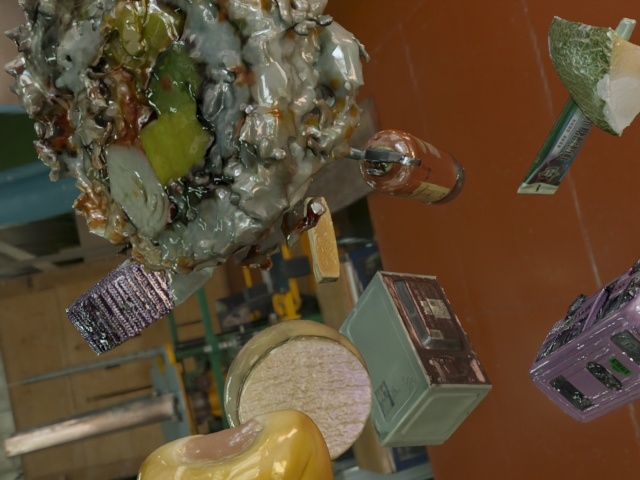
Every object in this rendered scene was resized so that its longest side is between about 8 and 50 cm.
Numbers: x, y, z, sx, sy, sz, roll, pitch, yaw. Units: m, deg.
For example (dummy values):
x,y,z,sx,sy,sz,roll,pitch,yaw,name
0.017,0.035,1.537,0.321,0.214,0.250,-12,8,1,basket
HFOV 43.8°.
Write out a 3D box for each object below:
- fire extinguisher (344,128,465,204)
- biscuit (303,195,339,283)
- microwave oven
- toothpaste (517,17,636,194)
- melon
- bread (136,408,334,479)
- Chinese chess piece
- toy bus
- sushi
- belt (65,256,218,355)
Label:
x,y,z,sx,sy,sz,roll,pitch,yaw,name
0.130,-0.130,1.468,0.376,0.200,0.113,5,-102,-65,fire extinguisher
0.000,0.000,1.640,0.056,0.052,0.188,120,145,-59,biscuit
0.193,0.243,1.649,0.238,0.181,0.295,-59,37,35,microwave oven
0.493,-0.242,1.519,0.061,0.098,0.392,-117,36,-44,toothpaste
0.386,-0.254,1.091,0.203,0.093,0.139,62,180,19,melon
-0.044,0.256,0.633,0.091,0.141,0.305,-109,6,-49,bread
-0.040,0.278,1.438,0.112,0.269,0.270,-143,45,-70,Chinese chess piece
0.287,0.093,0.748,0.096,0.108,0.199,42,149,6,toy bus
-0.149,-0.147,0.859,0.417,0.175,0.418,8,104,31,sushi
-0.277,0.063,1.300,0.122,0.260,0.325,55,-162,-7,belt
